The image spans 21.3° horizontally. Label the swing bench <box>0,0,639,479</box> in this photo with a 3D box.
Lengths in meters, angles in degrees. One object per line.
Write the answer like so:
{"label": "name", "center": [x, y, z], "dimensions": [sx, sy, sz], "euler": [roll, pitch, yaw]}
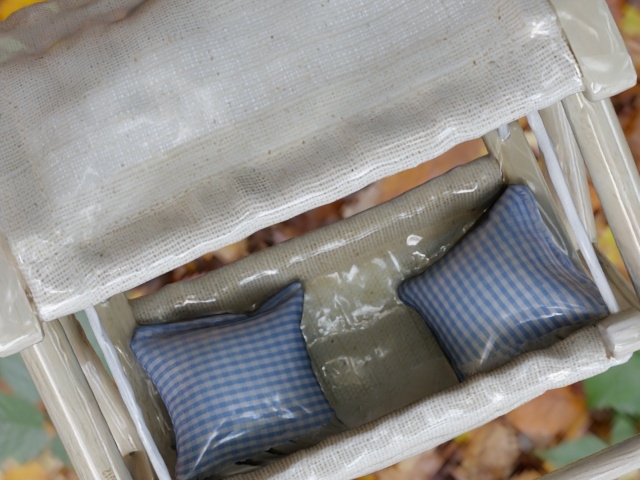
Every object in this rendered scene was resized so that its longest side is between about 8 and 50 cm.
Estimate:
{"label": "swing bench", "center": [0.000, 0.000, 0.694], "dimensions": [0.253, 0.165, 0.254], "euler": [-24, 118, -3]}
